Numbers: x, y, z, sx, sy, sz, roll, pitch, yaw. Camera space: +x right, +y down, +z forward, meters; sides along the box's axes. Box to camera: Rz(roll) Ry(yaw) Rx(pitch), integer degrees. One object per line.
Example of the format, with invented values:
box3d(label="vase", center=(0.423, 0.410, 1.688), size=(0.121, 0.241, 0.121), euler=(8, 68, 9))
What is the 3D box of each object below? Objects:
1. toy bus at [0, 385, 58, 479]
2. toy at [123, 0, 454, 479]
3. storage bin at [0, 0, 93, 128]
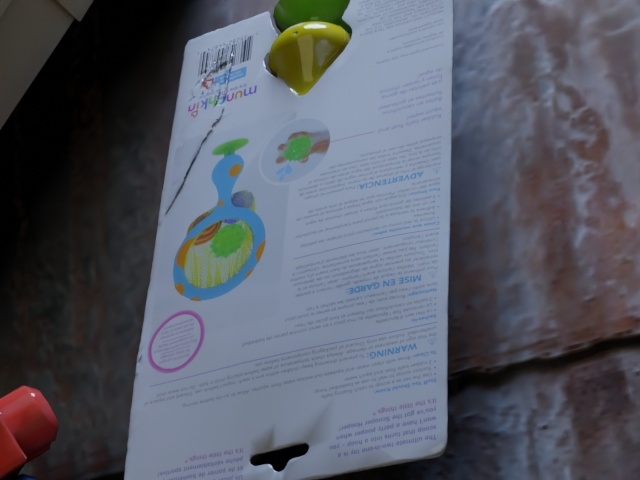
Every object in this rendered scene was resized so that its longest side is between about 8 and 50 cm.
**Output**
box3d(label="toy bus", center=(-0.196, 0.139, 0.663), size=(0.211, 0.220, 0.149), euler=(-33, 86, -23))
box3d(label="toy", center=(0.000, 0.000, 0.689), size=(0.137, 0.056, 0.237), euler=(-15, 55, 26))
box3d(label="storage bin", center=(-0.225, -0.109, 0.823), size=(0.260, 0.123, 0.262), euler=(27, 80, 34))
